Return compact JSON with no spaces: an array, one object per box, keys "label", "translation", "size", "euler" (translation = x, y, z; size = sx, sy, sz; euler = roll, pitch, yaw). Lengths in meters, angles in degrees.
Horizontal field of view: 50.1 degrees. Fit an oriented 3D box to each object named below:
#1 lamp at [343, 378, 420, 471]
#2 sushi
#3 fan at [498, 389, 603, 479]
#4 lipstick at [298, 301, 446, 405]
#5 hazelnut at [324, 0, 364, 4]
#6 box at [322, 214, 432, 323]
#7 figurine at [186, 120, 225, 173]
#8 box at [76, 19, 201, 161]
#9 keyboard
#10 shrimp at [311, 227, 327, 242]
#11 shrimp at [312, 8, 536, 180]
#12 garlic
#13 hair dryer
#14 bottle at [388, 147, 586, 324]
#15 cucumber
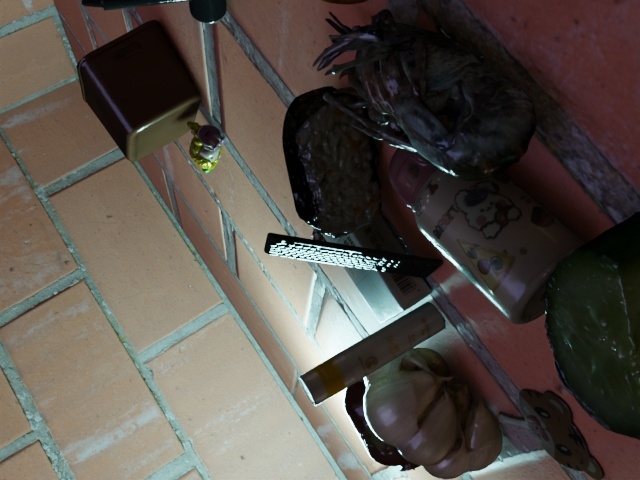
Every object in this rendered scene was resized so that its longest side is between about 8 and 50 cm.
[{"label":"lamp","translation":[0.151,0.361,1.453],"size":[0.258,0.180,0.180],"euler":[63,163,-6]},{"label":"sushi","translation":[0.016,-0.121,1.061],"size":[0.126,0.136,0.225],"euler":[24,130,62]},{"label":"fan","translation":[0.338,0.289,1.066],"size":[0.152,0.008,0.227],"euler":[60,162,-4]},{"label":"lipstick","translation":[0.090,0.189,1.161],"size":[0.059,0.264,0.059],"euler":[55,164,24]},{"label":"hazelnut","translation":[0.030,-0.326,0.719],"size":[0.150,0.150,0.150],"euler":[51,161,25]},{"label":"box","translation":[0.085,0.022,1.223],"size":[0.243,0.067,0.155],"euler":[57,161,8]},{"label":"figurine","translation":[-0.319,-0.254,1.842],"size":[0.115,0.095,0.156],"euler":[44,157,8]},{"label":"box","translation":[-0.483,-0.385,1.846],"size":[0.229,0.239,0.339],"euler":[57,163,-1]},{"label":"keyboard","translation":[-0.003,0.012,1.079],"size":[0.381,0.041,0.103],"euler":[15,161,-3]},{"label":"shrimp","translation":[0.001,0.004,1.483],"size":[0.092,0.038,0.029],"euler":[63,-155,-14]},{"label":"shrimp","translation":[0.076,-0.185,0.751],"size":[0.372,0.137,0.172],"euler":[36,179,41]},{"label":"garlic","translation":[0.187,0.306,1.233],"size":[0.281,0.185,0.203],"euler":[54,143,19]},{"label":"hair dryer","translation":[-0.293,-0.443,1.208],"size":[0.128,0.256,0.070],"euler":[106,151,-64]},{"label":"bottle","translation":[0.178,-0.029,0.791],"size":[0.253,0.120,0.120],"euler":[48,160,29]},{"label":"cucumber","translation":[0.304,0.077,0.631],"size":[0.191,0.130,0.191],"euler":[49,154,35]}]
